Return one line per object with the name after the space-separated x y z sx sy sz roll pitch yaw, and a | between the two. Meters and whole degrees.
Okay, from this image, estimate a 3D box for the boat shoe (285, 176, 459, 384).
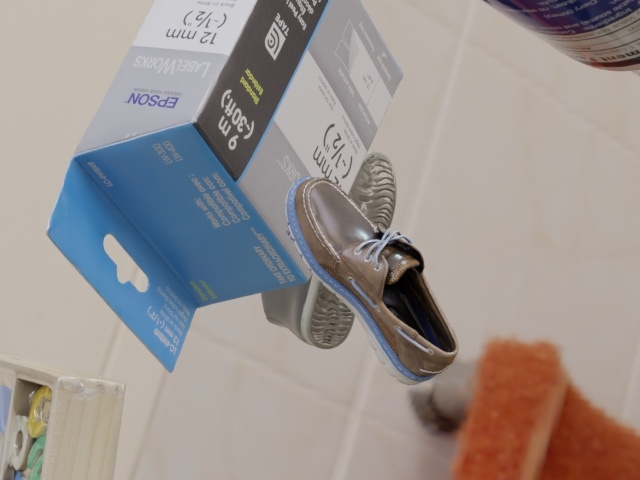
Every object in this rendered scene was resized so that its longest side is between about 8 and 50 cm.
0.046 0.022 1.400 0.183 0.066 0.066 53 -37 -4 | boat shoe

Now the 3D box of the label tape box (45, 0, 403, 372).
-0.073 -0.083 1.586 0.115 0.347 0.249 8 -29 30 | label tape box

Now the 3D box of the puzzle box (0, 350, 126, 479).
-0.259 0.220 1.387 0.052 0.272 0.409 8 -3 -27 | puzzle box

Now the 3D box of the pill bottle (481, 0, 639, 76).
0.152 -0.184 1.023 0.153 0.153 0.265 -1 -16 39 | pill bottle

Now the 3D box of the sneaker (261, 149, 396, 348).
0.000 0.000 2.012 0.083 0.222 0.118 21 -2 -37 | sneaker
